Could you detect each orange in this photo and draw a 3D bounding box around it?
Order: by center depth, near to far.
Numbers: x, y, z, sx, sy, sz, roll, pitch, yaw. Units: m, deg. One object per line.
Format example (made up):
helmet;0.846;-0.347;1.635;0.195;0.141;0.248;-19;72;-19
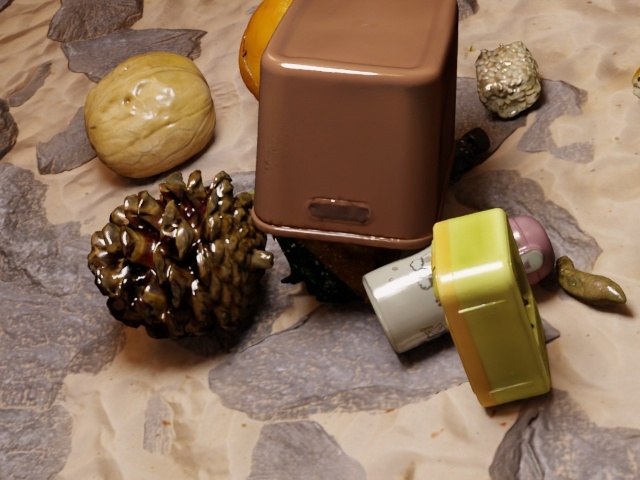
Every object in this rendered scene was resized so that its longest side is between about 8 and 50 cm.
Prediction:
orange;-0.007;-0.295;2.125;0.240;0.240;0.240;-17;36;12

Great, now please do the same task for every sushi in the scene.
sushi;0.001;-0.001;1.826;0.149;0.140;0.287;-3;18;-39

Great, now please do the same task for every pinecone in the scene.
pinecone;-0.189;0.029;1.814;0.257;0.243;0.243;-22;35;4

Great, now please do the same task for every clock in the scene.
clock;0.194;0.077;1.537;0.096;0.202;0.143;-16;35;12

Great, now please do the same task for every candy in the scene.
candy;0.279;-0.239;2.006;0.095;0.085;0.110;-26;38;16

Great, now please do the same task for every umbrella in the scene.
umbrella;0.142;-0.097;1.923;0.224;0.080;0.071;-31;-1;-15

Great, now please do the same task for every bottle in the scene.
bottle;0.176;0.047;1.670;0.233;0.110;0.110;-24;35;2

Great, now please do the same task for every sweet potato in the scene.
sweet potato;0.322;0.052;1.639;0.041;0.038;0.153;-9;22;-19

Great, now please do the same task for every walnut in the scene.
walnut;-0.283;-0.206;2.222;0.222;0.195;0.195;-31;35;4

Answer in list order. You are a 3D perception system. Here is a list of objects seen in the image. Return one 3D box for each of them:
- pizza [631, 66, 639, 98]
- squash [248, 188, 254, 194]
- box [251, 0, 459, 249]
pizza;0.559;-0.222;1.819;0.189;0.071;0.297;-36;37;-17
squash;-0.073;-0.058;1.998;0.229;0.066;0.066;-32;35;-10
box;0.053;-0.176;1.746;0.239;0.229;0.339;6;30;8
